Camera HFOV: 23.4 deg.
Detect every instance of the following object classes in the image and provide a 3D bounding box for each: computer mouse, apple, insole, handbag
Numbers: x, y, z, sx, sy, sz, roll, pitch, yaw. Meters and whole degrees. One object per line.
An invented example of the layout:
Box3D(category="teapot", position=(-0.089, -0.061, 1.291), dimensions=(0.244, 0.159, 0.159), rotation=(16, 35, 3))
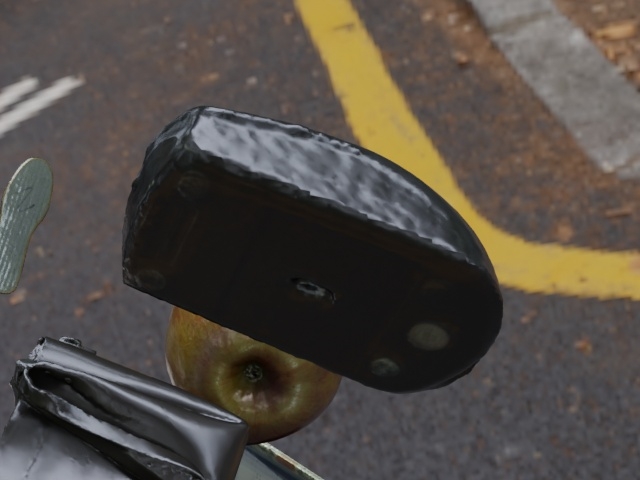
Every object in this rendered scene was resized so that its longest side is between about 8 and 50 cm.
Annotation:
Box3D(category="computer mouse", position=(0.000, 0.000, 1.070), dimensions=(0.269, 0.170, 0.100), rotation=(24, 44, -8))
Box3D(category="apple", position=(-0.070, 0.117, 1.737), dimensions=(0.211, 0.211, 0.188), rotation=(-14, 28, 3))
Box3D(category="insole", position=(-0.375, -0.021, 1.923), dimensions=(0.004, 0.064, 0.188), rotation=(-19, 51, 51))
Box3D(category="handbag", position=(-0.225, 0.250, 1.529), dimensions=(0.113, 0.257, 0.285), rotation=(-43, 20, 55))

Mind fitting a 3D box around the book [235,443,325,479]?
Box3D(category="book", position=(-0.097, 0.344, 1.943), dimensions=(0.018, 0.228, 0.322), rotation=(-10, 27, -42))
